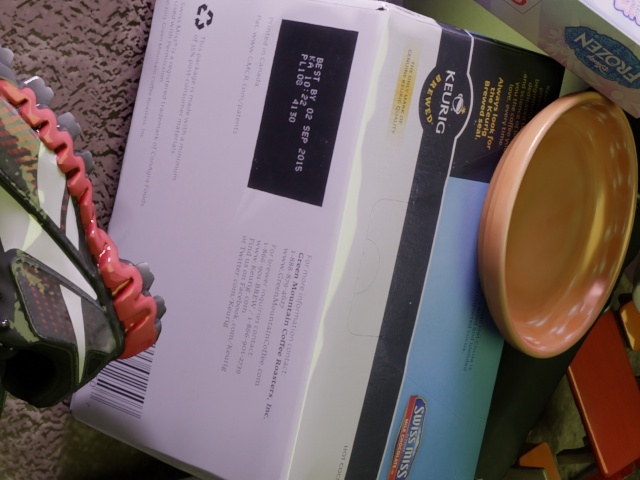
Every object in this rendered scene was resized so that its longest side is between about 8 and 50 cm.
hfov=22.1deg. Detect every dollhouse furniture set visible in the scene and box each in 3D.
[{"bbox_3d":[0.293,0.196,1.592,0.262,0.135,0.259,-26,100,-35],"label":"dollhouse furniture set"}]

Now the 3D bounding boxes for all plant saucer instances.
[{"bbox_3d":[0.172,-0.014,1.210,0.200,0.037,0.200,-24,120,-49],"label":"plant saucer"}]

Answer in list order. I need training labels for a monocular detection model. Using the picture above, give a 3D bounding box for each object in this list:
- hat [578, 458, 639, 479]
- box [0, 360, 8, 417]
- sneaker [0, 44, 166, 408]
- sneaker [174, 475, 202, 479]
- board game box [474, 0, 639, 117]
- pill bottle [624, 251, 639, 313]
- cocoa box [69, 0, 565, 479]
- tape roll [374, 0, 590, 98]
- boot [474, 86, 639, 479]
[{"bbox_3d":[0.350,0.183,1.775,0.208,0.183,0.173,-80,-179,-68],"label":"hat"},{"bbox_3d":[-0.311,0.091,1.064,0.232,0.058,0.322,15,91,-46],"label":"box"},{"bbox_3d":[-0.201,-0.002,1.038,0.135,0.097,0.276,-47,131,-30],"label":"sneaker"},{"bbox_3d":[-0.092,0.230,1.259,0.290,0.123,0.106,-3,100,-5],"label":"sneaker"},{"bbox_3d":[0.167,-0.301,1.208,0.318,0.066,0.319,33,55,-17],"label":"board game box"},{"bbox_3d":[0.358,-0.019,1.604,0.117,0.117,0.215,59,35,-37],"label":"pill bottle"},{"bbox_3d":[0.000,0.000,1.220,0.228,0.231,0.347,7,97,-49],"label":"cocoa box"},{"bbox_3d":[0.170,-0.303,1.418,0.392,0.072,0.392,-14,111,-41],"label":"tape roll"},{"bbox_3d":[0.220,0.029,1.379,0.146,0.367,0.445,47,65,-10],"label":"boot"}]
